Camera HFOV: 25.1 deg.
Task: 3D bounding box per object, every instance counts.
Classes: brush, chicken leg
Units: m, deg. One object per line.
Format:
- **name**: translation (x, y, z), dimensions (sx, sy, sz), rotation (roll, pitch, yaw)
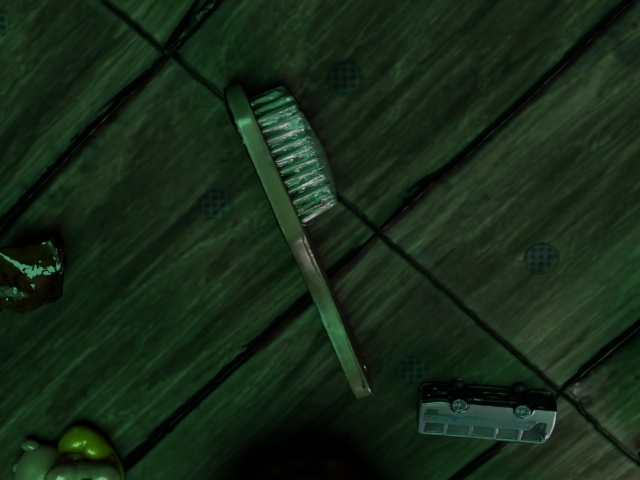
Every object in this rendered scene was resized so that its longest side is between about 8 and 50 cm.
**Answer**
- **brush**: translation (0.000, 0.000, 1.270), dimensions (0.065, 0.070, 0.328), rotation (-22, 116, -1)
- **chicken leg**: translation (-0.351, 0.083, 1.290), dimensions (0.304, 0.093, 0.113), rotation (-32, 147, 13)

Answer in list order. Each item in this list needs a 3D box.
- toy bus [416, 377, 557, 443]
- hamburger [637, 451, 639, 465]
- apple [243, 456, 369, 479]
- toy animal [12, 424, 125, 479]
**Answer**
- **toy bus**: translation (0.157, 0.164, 1.363), dimensions (0.130, 0.037, 0.052), rotation (5, 119, -2)
- **hamburger**: translation (0.463, 0.237, 1.349), dimensions (0.308, 0.132, 0.211), rotation (-10, 114, 3)
- **apple**: translation (-0.012, 0.316, 1.342), dimensions (0.233, 0.234, 0.234), rotation (0, 117, 0)
- **toy animal**: translation (-0.241, 0.229, 1.370), dimensions (0.114, 0.082, 0.091), rotation (8, 115, -3)
